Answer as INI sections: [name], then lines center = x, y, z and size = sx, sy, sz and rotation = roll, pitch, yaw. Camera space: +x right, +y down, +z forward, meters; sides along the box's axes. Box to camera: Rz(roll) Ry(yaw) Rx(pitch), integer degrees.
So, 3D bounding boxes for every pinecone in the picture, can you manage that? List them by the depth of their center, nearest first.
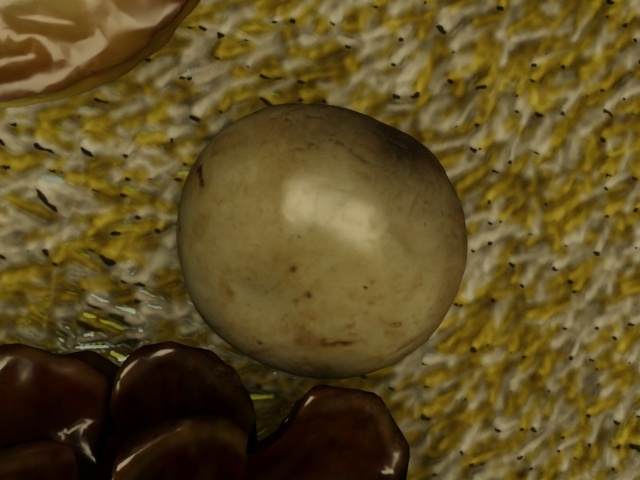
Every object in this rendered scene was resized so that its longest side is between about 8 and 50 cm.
[pinecone]
center = -0.082, 0.240, 0.753
size = 0.398, 0.398, 0.397
rotation = -1, 99, -5

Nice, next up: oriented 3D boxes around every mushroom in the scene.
[mushroom]
center = 0.000, 0.000, 0.846
size = 0.166, 0.127, 0.166
rotation = 5, 115, 10

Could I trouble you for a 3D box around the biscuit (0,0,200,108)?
[biscuit]
center = -0.181, -0.218, 0.805
size = 0.296, 0.102, 0.296
rotation = -1, 95, -7
